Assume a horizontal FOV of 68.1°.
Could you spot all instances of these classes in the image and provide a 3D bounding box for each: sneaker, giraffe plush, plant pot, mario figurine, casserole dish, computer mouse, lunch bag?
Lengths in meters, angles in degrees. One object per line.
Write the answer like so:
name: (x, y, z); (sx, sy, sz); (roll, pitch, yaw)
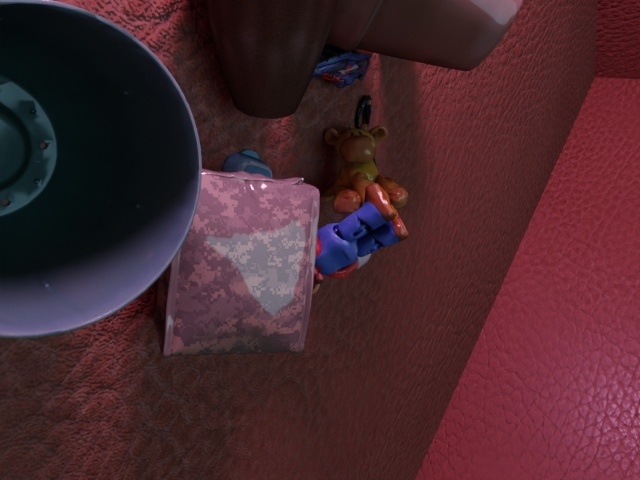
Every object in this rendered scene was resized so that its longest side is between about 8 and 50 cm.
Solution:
sneaker: (0.036, -0.351, 0.966); (0.221, 0.083, 0.087); (-28, 134, -40)
giraffe plush: (0.087, -0.163, 1.031); (0.181, 0.210, 0.171); (-10, 109, -24)
plant pot: (0.191, -0.452, 0.834); (0.280, 0.323, 0.324); (22, 85, -10)
mario figurine: (0.000, 0.000, 0.953); (0.198, 0.320, 0.170); (59, 10, -8)
plant pot: (-0.080, -0.321, 0.743); (0.215, 0.215, 0.231); (-34, 144, -40)
casserole dish: (-0.142, -0.074, 0.885); (0.114, 0.036, 0.189); (10, 96, -54)
plant pot: (-0.312, -0.081, 0.488); (0.293, 0.235, 0.293); (-25, 123, -45)
computer mouse: (0.118, -0.228, 1.156); (0.071, 0.041, 0.242); (-29, 126, -42)
lunch bag: (-0.136, 0.027, 0.769); (0.235, 0.169, 0.287); (4, 104, -25)
